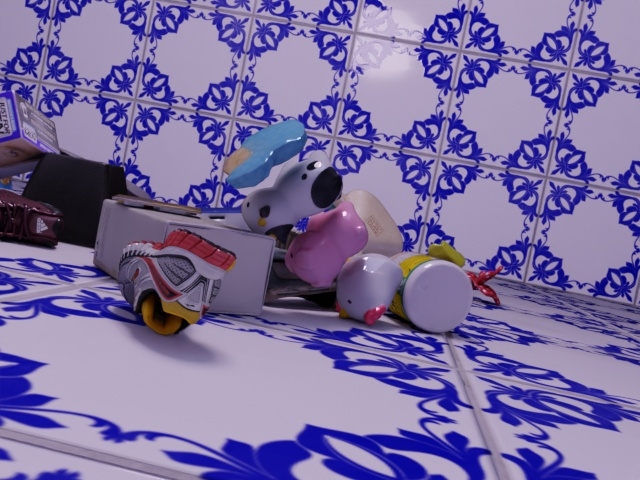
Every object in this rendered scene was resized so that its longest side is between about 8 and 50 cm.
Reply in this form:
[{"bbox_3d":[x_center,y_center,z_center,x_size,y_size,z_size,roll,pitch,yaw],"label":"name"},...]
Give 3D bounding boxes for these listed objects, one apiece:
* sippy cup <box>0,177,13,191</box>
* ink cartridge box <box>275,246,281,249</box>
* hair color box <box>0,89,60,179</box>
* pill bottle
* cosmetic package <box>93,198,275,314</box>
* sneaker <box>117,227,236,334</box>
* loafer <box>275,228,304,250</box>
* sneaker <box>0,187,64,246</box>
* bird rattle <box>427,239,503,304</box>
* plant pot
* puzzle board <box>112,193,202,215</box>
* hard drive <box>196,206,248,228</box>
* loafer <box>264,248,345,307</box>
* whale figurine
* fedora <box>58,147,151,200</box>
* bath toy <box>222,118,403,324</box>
[{"bbox_3d":[-0.803,-0.184,1.617,0.305,0.224,0.240,8,3,-40],"label":"sippy cup"},{"bbox_3d":[-0.025,0.061,1.384,0.224,0.045,0.223,18,2,-4],"label":"ink cartridge box"},{"bbox_3d":[-0.720,-0.180,1.419,0.339,0.110,0.185,-16,-10,1],"label":"hair color box"},{"bbox_3d":[0.165,0.080,1.214,0.118,0.117,0.208,11,3,-14],"label":"pill bottle"},{"bbox_3d":[-0.211,0.017,1.040,0.160,0.113,0.309,9,4,-31],"label":"cosmetic package"},{"bbox_3d":[-0.174,0.052,0.760,0.088,0.092,0.225,30,-22,-21],"label":"sneaker"},{"bbox_3d":[-0.025,0.038,1.627,0.269,0.102,0.092,20,0,-8],"label":"loafer"},{"bbox_3d":[-0.526,-0.047,1.192,0.163,0.106,0.281,15,3,10],"label":"sneaker"},{"bbox_3d":[0.352,0.108,1.910,0.207,0.143,0.253,-3,22,-28],"label":"bird rattle"},{"bbox_3d":[-0.485,-0.083,1.432,0.188,0.167,0.187,12,3,-1],"label":"plant pot"},{"bbox_3d":[-0.242,-0.052,1.065,0.128,0.011,0.096,9,4,-11],"label":"puzzle board"},{"bbox_3d":[-0.240,-0.055,1.687,0.210,0.040,0.319,-1,4,-6],"label":"hard drive"},{"bbox_3d":[-0.010,0.079,1.170,0.268,0.084,0.096,14,-31,-42],"label":"loafer"},{"bbox_3d":[0.062,0.002,1.457,0.141,0.216,0.272,-34,2,26],"label":"whale figurine"},{"bbox_3d":[-0.524,-0.095,1.605,0.275,0.124,0.244,27,-15,-19],"label":"fedora"},{"bbox_3d":[0.000,0.000,1.040,0.151,0.348,0.129,-27,31,19],"label":"bath toy"}]
